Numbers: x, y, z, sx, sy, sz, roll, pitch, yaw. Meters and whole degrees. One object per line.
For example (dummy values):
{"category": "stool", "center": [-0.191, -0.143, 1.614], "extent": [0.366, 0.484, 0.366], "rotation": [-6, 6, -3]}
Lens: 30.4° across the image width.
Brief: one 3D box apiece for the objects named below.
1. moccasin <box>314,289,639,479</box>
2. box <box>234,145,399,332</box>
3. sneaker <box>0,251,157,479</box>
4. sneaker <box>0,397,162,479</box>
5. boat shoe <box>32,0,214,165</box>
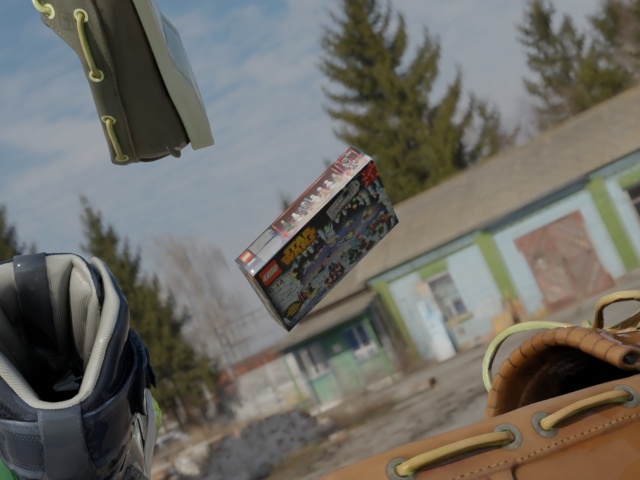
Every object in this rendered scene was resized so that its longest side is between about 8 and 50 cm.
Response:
{"category": "moccasin", "center": [0.145, 0.099, 0.637], "extent": [0.380, 0.147, 0.139], "rotation": [-21, -19, -37]}
{"category": "box", "center": [0.000, 0.000, 0.965], "extent": [0.137, 0.027, 0.094], "rotation": [-45, -36, -12]}
{"category": "sneaker", "center": [-0.137, 0.060, 0.619], "extent": [0.086, 0.163, 0.226], "rotation": [-15, 30, -12]}
{"category": "sneaker", "center": [-0.230, 0.178, 0.882], "extent": [0.295, 0.124, 0.109], "rotation": [-19, -12, 30]}
{"category": "boat shoe", "center": [-0.168, -0.178, 0.890], "extent": [0.091, 0.109, 0.305], "rotation": [-20, -47, 1]}
